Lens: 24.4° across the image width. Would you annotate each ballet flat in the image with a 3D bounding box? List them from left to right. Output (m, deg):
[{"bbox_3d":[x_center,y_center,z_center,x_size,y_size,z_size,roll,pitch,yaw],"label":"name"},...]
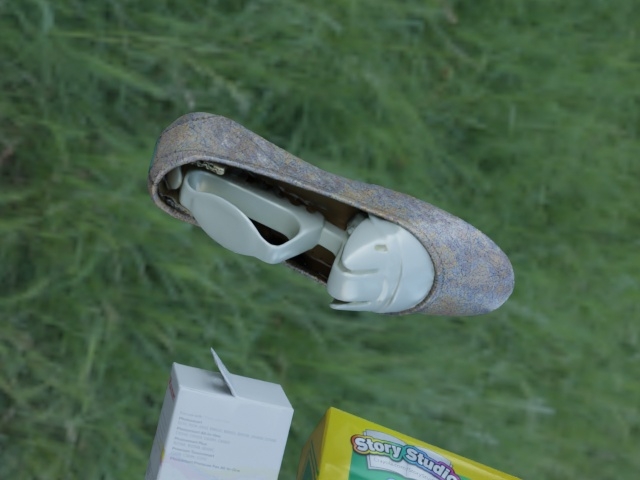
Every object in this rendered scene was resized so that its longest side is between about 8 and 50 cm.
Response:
[{"bbox_3d":[0.000,0.000,1.195,0.106,0.316,0.107,-57,167,-57],"label":"ballet flat"}]

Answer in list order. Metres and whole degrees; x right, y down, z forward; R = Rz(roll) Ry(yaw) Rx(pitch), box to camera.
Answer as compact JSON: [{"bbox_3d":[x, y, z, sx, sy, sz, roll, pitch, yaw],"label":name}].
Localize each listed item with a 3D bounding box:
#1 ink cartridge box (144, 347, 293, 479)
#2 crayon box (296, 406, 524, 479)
[{"bbox_3d":[-0.079,0.160,1.126,0.092,0.090,0.143,-140,-116,-78],"label":"ink cartridge box"},{"bbox_3d":[0.137,0.405,1.825,0.313,0.363,0.106,-78,-166,-50],"label":"crayon box"}]
